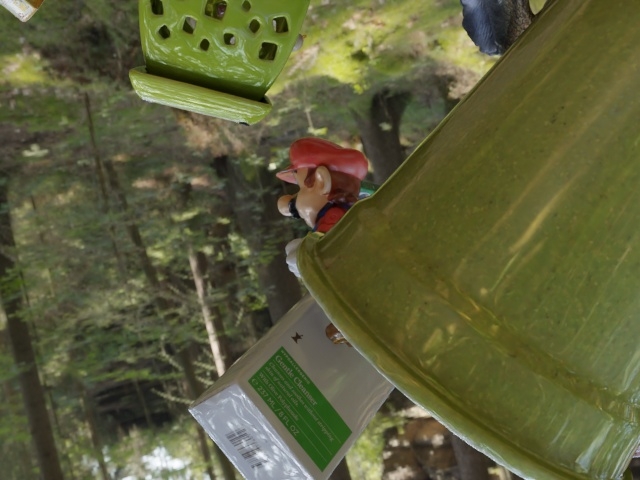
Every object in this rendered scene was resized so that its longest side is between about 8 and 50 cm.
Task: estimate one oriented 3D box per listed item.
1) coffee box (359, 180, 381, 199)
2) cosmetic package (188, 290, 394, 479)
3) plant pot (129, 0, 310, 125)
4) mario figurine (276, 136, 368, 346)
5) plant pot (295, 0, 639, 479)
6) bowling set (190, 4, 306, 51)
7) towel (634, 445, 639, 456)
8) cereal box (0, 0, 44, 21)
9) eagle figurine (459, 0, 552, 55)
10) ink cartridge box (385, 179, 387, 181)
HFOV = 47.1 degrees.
[{"bbox_3d":[0.078,-0.088,1.728,0.184,0.040,0.113,11,123,-21],"label":"coffee box"},{"bbox_3d":[-0.004,0.204,1.154,0.155,0.197,0.365,-36,-175,45],"label":"cosmetic package"},{"bbox_3d":[-0.148,-0.286,1.040,0.227,0.207,0.228,12,-167,-10],"label":"plant pot"},{"bbox_3d":[0.000,0.000,1.086,0.170,0.321,0.198,-7,162,-21],"label":"mario figurine"},{"bbox_3d":[0.166,-0.018,0.492,0.254,0.276,0.276,-56,164,13],"label":"plant pot"},{"bbox_3d":[-0.169,-0.423,1.520,0.287,0.154,0.200,-20,-142,14],"label":"bowling set"},{"bbox_3d":[0.451,0.061,0.836,0.316,0.332,0.053,-15,156,17],"label":"towel"},{"bbox_3d":[-0.503,-0.467,1.101,0.047,0.173,0.240,-25,129,35],"label":"cereal box"},{"bbox_3d":[0.273,-0.287,0.921,0.226,0.298,0.225,-18,-157,-39],"label":"eagle figurine"},{"bbox_3d":[0.144,-0.011,1.375,0.061,0.181,0.104,18,-178,39],"label":"ink cartridge box"}]
